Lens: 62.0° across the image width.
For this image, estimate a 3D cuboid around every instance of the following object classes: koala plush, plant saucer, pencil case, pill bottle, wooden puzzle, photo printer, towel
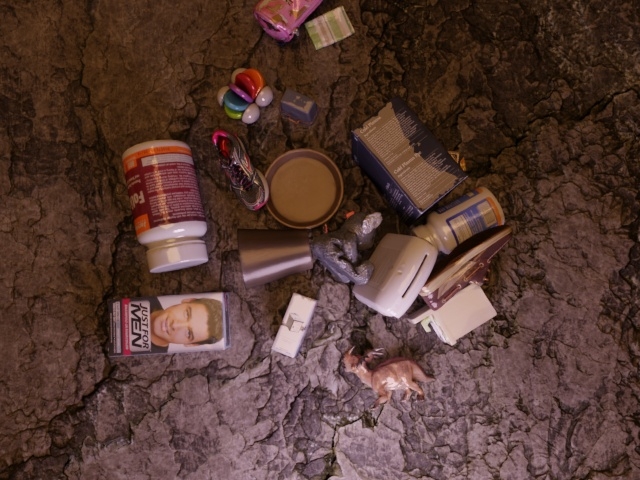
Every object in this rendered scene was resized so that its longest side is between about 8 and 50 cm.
[{"bbox_3d":[0.099,-0.003,1.696,0.203,0.196,0.221,41,77,-16],"label":"koala plush"},{"bbox_3d":[-0.059,-0.174,1.809,0.277,0.041,0.278,0,85,2],"label":"plant saucer"},{"bbox_3d":[-0.053,-0.858,1.821,0.167,0.160,0.386,42,86,-24],"label":"pencil case"},{"bbox_3d":[0.438,-0.049,1.722,0.272,0.152,0.152,-28,84,0],"label":"pill bottle"},{"bbox_3d":[0.437,-0.271,1.814,0.116,0.014,0.079,1,84,3],"label":"wooden puzzle"},{"bbox_3d":[0.229,0.101,1.635,0.107,0.307,0.256,32,85,-12],"label":"photo printer"},{"bbox_3d":[-0.496,-0.106,1.726,0.224,0.224,0.392,-13,83,1],"label":"pill bottle"},{"bbox_3d":[0.032,-0.748,1.873,0.152,0.023,0.113,-24,83,0],"label":"towel"}]

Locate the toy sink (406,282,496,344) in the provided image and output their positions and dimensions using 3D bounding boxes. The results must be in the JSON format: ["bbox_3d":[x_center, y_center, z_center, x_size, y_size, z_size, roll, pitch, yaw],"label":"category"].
[{"bbox_3d":[0.413,0.244,1.693,0.234,0.153,0.131,-31,84,-2],"label":"toy sink"}]

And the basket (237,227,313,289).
[{"bbox_3d":[-0.145,0.043,1.739,0.226,0.154,0.205,-9,82,-3],"label":"basket"}]

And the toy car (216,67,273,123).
[{"bbox_3d":[-0.260,-0.500,1.801,0.159,0.136,0.182,38,87,5],"label":"toy car"}]

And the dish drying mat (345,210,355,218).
[{"bbox_3d":[0.115,-0.057,1.806,0.032,0.008,0.083,-24,83,0],"label":"dish drying mat"}]

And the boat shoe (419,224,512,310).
[{"bbox_3d":[0.448,0.085,1.605,0.342,0.123,0.123,-37,98,-5],"label":"boat shoe"}]

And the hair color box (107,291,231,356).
[{"bbox_3d":[-0.490,0.271,1.743,0.374,0.113,0.186,-4,84,1],"label":"hair color box"}]

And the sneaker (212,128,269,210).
[{"bbox_3d":[-0.277,-0.232,1.771,0.120,0.112,0.299,-33,78,13],"label":"sneaker"}]

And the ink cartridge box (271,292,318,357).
[{"bbox_3d":[-0.078,0.269,1.714,0.082,0.139,0.191,20,85,6],"label":"ink cartridge box"}]

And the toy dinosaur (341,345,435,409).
[{"bbox_3d":[0.226,0.420,1.701,0.295,0.127,0.201,-8,77,-4],"label":"toy dinosaur"}]

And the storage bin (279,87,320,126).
[{"bbox_3d":[-0.078,-0.455,1.813,0.135,0.091,0.098,26,86,5],"label":"storage bin"}]

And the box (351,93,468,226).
[{"bbox_3d":[0.258,-0.232,1.651,0.179,0.343,0.312,-40,85,-1],"label":"box"}]

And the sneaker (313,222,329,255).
[{"bbox_3d":[0.000,0.000,1.790,0.057,0.047,0.119,3,83,14],"label":"sneaker"}]
